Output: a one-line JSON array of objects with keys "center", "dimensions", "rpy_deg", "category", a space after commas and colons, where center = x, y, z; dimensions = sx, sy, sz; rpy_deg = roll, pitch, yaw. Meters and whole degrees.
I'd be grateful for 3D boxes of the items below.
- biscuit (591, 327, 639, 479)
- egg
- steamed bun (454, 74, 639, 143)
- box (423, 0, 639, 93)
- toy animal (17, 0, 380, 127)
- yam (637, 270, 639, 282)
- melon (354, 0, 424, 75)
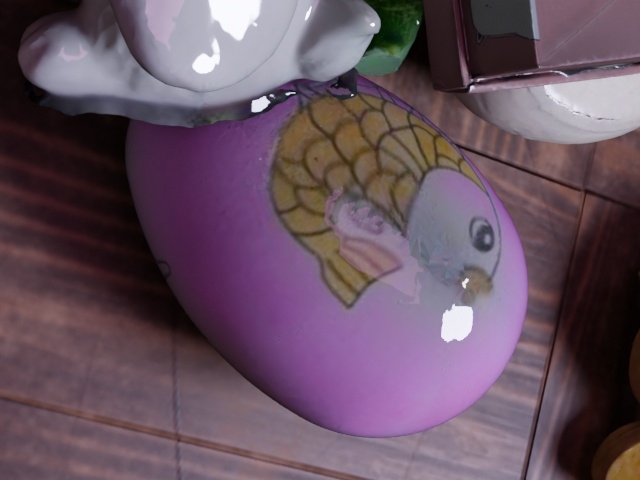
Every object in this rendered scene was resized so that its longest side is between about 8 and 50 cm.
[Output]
[{"center": [0.304, 0.138, 0.932], "dimensions": [0.202, 0.044, 0.288], "rpy_deg": [19, 104, -13], "category": "biscuit"}, {"center": [0.000, 0.000, 0.768], "dimensions": [0.271, 0.196, 0.196], "rpy_deg": [30, 75, -6], "category": "egg"}, {"center": [0.168, -0.156, 0.883], "dimensions": [0.228, 0.131, 0.177], "rpy_deg": [-19, 99, -33], "category": "steamed bun"}, {"center": [0.161, -0.203, 0.749], "dimensions": [0.215, 0.086, 0.215], "rpy_deg": [-11, 97, -33], "category": "box"}, {"center": [-0.042, -0.182, 0.622], "dimensions": [0.174, 0.289, 0.249], "rpy_deg": [20, 72, 9], "category": "toy animal"}, {"center": [0.362, 0.123, 0.993], "dimensions": [0.317, 0.067, 0.071], "rpy_deg": [45, 29, -16], "category": "yam"}, {"center": [0.005, -0.265, 0.807], "dimensions": [0.124, 0.196, 0.323], "rpy_deg": [-23, 104, -68], "category": "melon"}]
